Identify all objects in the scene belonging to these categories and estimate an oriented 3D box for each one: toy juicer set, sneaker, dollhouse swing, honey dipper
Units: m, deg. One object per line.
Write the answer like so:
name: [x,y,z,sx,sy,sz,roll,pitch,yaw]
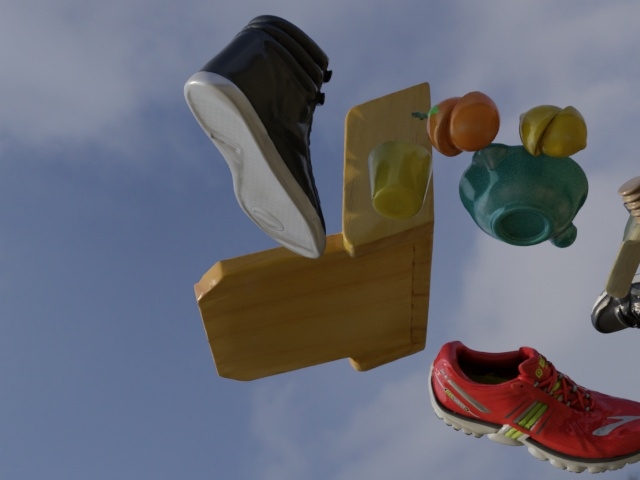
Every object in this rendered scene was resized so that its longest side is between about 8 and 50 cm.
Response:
toy juicer set: [0.229,-0.066,1.195,0.329,0.089,0.209,20,-40,-14]
sneaker: [0.688,0.136,2.436,0.283,0.124,0.107,-34,-63,32]
sneaker: [-0.029,-0.109,1.226,0.147,0.104,0.296,-56,-37,-25]
dollhouse swing: [0.000,0.000,1.613,0.305,0.315,0.347,-1,-32,3]
honey dipper: [0.333,0.011,1.093,0.030,0.030,0.161,-35,-78,1]
sneaker: [0.258,0.183,1.350,0.107,0.279,0.118,-57,-28,-52]

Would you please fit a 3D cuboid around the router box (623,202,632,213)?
router box: [0.653,0.019,1.796,0.081,0.309,0.243,-53,-53,-10]
